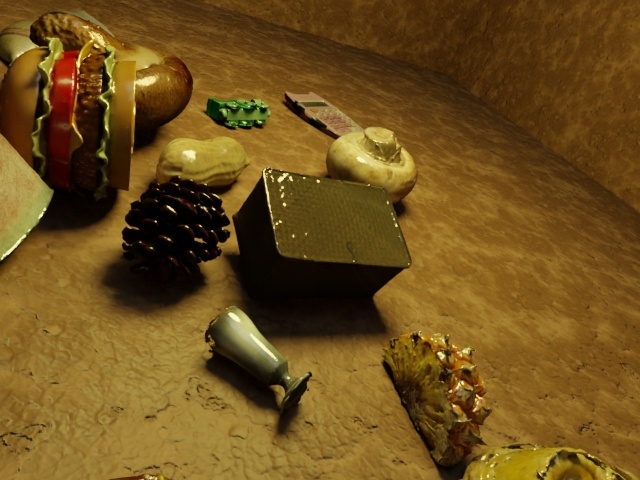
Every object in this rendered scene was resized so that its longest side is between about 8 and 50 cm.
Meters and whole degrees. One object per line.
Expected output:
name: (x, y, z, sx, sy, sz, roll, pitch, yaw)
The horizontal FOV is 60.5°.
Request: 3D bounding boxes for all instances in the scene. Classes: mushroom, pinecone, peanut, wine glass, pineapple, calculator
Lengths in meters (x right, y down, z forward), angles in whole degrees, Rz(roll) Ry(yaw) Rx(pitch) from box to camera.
mushroom: (-0.452, -0.352, 1.232, 0.345, 0.239, 0.345, 14, 51, -17)
pinecone: (-0.236, -0.005, 0.865, 0.162, 0.163, 0.165, 24, 50, 3)
peanut: (-0.248, -0.164, 1.153, 0.123, 0.124, 0.256, 31, 28, 15)
mushroom: (0.133, -0.197, 1.410, 0.254, 0.184, 0.255, 5, 33, -3)
wine glass: (-0.086, 0.163, 0.764, 0.155, 0.072, 0.072, 36, 32, 21)
pineapple: (0.181, 0.203, 0.820, 0.079, 0.135, 0.233, 9, 31, -25)
calculator: (0.021, -0.409, 1.829, 0.294, 0.043, 0.194, 41, 33, 23)

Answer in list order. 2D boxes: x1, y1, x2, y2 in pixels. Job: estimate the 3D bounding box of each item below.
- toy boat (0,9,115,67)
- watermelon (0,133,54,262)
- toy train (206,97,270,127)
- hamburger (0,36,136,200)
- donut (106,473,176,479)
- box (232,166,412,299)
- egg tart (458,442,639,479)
toy boat: (-0.736, -0.553, 1.476, 0.293, 0.111, 0.276, -23, 44, -40)
watermelon: (-0.533, -0.098, 0.730, 0.283, 0.293, 0.250, 21, -1, 0)
toy train: (-0.226, -0.365, 1.552, 0.104, 0.071, 0.178, 30, 29, 34)
hamburger: (-0.430, -0.206, 0.939, 0.212, 0.275, 0.274, 3, 34, -20)
donut: (-0.157, 0.310, 0.446, 0.216, 0.096, 0.230, 23, 29, 6)
box: (0.001, -0.001, 0.976, 0.273, 0.143, 0.184, 4, 55, -32)
egg tart: (0.324, 0.360, 0.674, 0.314, 0.120, 0.315, 17, 28, -10)
